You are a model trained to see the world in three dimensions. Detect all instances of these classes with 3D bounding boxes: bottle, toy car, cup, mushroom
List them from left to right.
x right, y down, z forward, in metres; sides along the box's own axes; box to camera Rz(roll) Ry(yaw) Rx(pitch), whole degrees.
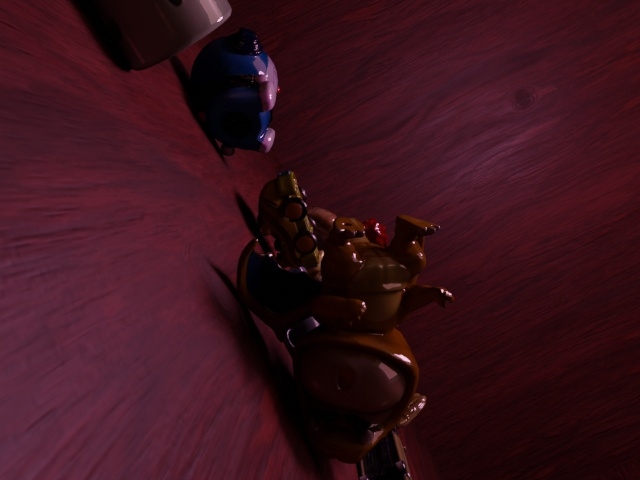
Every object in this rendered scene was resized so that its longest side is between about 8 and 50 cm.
[{"bbox_3d":[-0.316,-0.479,1.058,0.352,0.229,0.229,60,4,-28],"label":"bottle"},{"bbox_3d":[-0.088,-0.041,1.608,0.200,0.142,0.248,-94,167,-80],"label":"toy car"},{"bbox_3d":[-0.032,0.200,1.289,0.100,0.078,0.077,-5,67,-49],"label":"cup"},{"bbox_3d":[0.000,0.000,2.001,0.278,0.146,0.278,24,-33,17],"label":"mushroom"},{"bbox_3d":[0.138,0.484,1.341,0.257,0.101,0.124,-95,162,-77],"label":"toy car"}]

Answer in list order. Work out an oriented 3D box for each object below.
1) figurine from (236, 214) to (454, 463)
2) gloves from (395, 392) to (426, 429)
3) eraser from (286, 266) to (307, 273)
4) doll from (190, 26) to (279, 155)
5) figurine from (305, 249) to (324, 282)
[{"bbox_3d":[0.082,0.142,1.121,0.268,0.401,0.387,18,-71,44],"label":"figurine"},{"bbox_3d":[0.224,0.513,2.038,0.154,0.141,0.331,36,3,25],"label":"gloves"},{"bbox_3d":[-0.024,0.166,1.743,0.212,0.046,0.092,63,4,5],"label":"eraser"},{"bbox_3d":[-0.218,-0.390,1.682,0.310,0.240,0.284,-95,-157,-44],"label":"doll"},{"bbox_3d":[0.011,0.113,1.880,0.184,0.128,0.208,60,-15,0],"label":"figurine"}]
